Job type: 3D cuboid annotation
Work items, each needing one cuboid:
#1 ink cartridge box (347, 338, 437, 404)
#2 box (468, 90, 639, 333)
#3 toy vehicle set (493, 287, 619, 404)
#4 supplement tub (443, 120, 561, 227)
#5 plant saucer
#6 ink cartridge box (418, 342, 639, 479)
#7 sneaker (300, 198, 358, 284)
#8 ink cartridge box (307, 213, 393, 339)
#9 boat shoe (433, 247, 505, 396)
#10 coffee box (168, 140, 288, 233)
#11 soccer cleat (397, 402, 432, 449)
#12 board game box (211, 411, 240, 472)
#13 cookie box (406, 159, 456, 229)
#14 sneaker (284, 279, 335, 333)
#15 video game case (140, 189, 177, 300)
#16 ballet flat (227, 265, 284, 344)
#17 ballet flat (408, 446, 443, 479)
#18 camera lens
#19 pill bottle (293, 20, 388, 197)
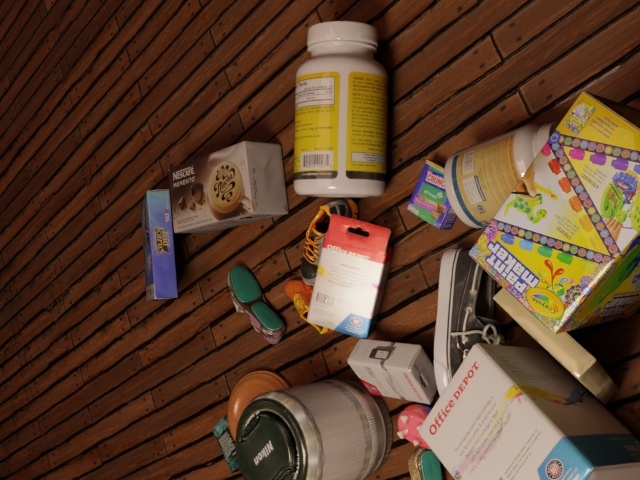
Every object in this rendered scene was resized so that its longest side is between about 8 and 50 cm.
[{"bbox_3d":[0.145,0.253,1.462,0.150,0.063,0.109,0,134,42],"label":"ink cartridge box"},{"bbox_3d":[0.419,-0.036,1.090,0.177,0.290,0.279,48,121,31],"label":"box"},{"bbox_3d":[0.369,0.163,1.159,0.035,0.267,0.166,-47,57,5],"label":"toy vehicle set"},{"bbox_3d":[0.326,-0.111,1.273,0.199,0.144,0.144,-18,78,42],"label":"supplement tub"},{"bbox_3d":[-0.141,0.402,1.748,0.200,0.037,0.200,-7,77,31],"label":"plant saucer"},{"bbox_3d":[0.337,0.326,1.196,0.270,0.197,0.198,50,121,44],"label":"ink cartridge box"},{"bbox_3d":[0.000,0.000,1.618,0.084,0.083,0.215,38,116,34],"label":"sneaker"},{"bbox_3d":[0.066,0.068,1.530,0.134,0.078,0.231,16,101,15],"label":"ink cartridge box"},{"bbox_3d":[0.276,0.163,1.348,0.105,0.113,0.306,-5,71,37],"label":"boat shoe"},{"bbox_3d":[-0.226,-0.120,1.800,0.297,0.118,0.168,-11,84,42],"label":"coffee box"},{"bbox_3d":[0.257,0.376,1.388,0.248,0.095,0.083,25,120,31],"label":"soccer cleat"},{"bbox_3d":[-0.187,0.463,1.828,0.186,0.026,0.126,-48,59,32],"label":"board game box"},{"bbox_3d":[0.226,-0.088,1.437,0.092,0.040,0.107,35,112,38],"label":"cookie box"},{"bbox_3d":[-0.026,0.140,1.652,0.175,0.067,0.064,37,116,38],"label":"sneaker"},{"bbox_3d":[-0.423,0.020,1.948,0.244,0.061,0.270,161,104,-71],"label":"video game case"},{"bbox_3d":[-0.159,0.160,1.779,0.221,0.076,0.079,50,141,30],"label":"ballet flat"},{"bbox_3d":[0.211,0.499,1.448,0.067,0.073,0.206,155,112,-68],"label":"ballet flat"},{"bbox_3d":[-0.015,0.397,1.501,0.219,0.274,0.220,0,90,43],"label":"camera lens"},{"bbox_3d":[0.042,-0.255,1.507,0.188,0.188,0.334,3,91,43],"label":"pill bottle"}]
